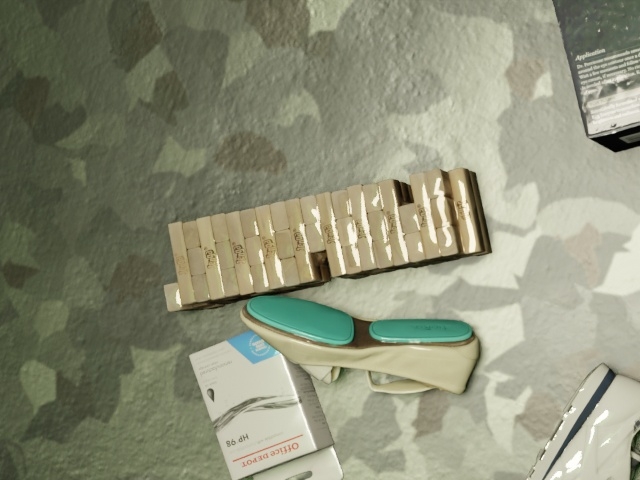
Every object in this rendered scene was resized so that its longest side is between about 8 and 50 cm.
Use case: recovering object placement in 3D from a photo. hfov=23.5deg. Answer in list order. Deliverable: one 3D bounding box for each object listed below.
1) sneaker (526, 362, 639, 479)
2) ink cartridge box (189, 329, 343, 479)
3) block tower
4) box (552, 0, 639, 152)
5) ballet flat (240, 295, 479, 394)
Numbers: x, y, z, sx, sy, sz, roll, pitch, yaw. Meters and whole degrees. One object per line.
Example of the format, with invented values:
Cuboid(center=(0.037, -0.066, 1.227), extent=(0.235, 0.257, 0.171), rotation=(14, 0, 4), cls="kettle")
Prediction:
Cuboid(center=(0.253, 0.239, 1.522), extent=(0.095, 0.090, 0.235), rotation=(31, 100, 6), cls="sneaker")
Cuboid(center=(-0.056, 0.187, 1.637), extent=(0.104, 0.060, 0.180), rotation=(-23, 81, 15), cls="ink cartridge box")
Cuboid(center=(0.000, 0.000, 1.610), extent=(0.335, 0.091, 0.097), rotation=(-13, 83, 17), cls="block tower")
Cuboid(center=(0.294, -0.176, 1.484), extent=(0.093, 0.156, 0.158), rotation=(-15, 83, 19), cls="box")
Cuboid(center=(0.038, 0.116, 1.584), extent=(0.248, 0.086, 0.086), rotation=(8, 90, 4), cls="ballet flat")
